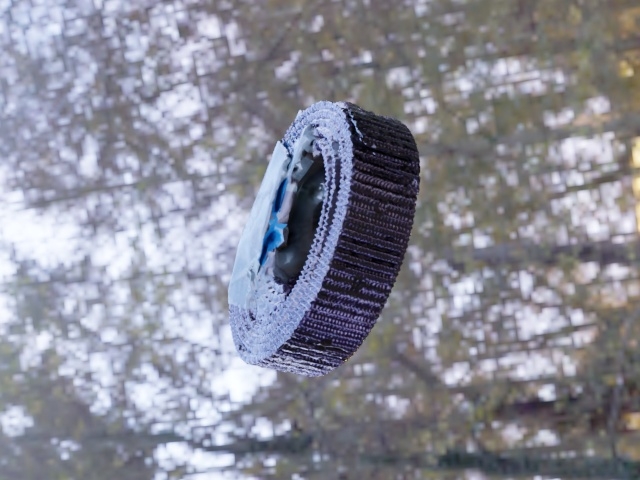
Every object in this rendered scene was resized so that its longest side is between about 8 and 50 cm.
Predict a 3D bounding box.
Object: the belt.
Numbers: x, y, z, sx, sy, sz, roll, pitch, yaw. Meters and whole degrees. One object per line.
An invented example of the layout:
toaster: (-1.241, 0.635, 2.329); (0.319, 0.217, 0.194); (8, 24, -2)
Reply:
belt: (0.000, 0.000, 1.671); (0.325, 0.122, 0.260); (-69, 27, 14)
